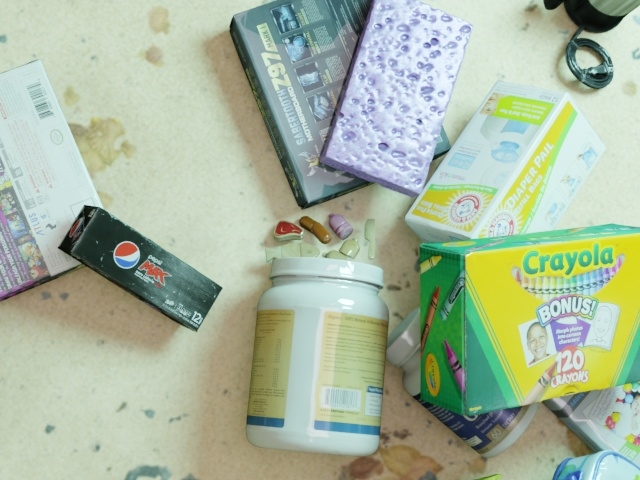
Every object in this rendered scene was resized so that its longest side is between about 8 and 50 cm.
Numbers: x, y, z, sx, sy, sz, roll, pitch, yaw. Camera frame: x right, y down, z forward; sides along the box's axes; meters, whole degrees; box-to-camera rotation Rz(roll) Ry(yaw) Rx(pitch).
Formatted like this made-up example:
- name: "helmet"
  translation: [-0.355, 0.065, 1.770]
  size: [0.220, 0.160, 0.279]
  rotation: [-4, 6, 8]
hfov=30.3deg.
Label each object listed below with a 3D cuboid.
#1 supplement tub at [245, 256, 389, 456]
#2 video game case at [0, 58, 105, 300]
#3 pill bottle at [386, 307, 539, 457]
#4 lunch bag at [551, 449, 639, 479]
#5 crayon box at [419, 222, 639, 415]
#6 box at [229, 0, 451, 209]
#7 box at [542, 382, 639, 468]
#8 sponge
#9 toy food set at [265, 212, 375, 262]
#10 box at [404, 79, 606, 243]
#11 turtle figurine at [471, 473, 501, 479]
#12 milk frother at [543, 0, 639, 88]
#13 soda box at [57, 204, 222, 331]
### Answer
- name: "supplement tub"
  translation: [-0.001, 0.125, 1.264]
  size: [0.144, 0.144, 0.199]
  rotation: [7, 81, -9]
- name: "video game case"
  translation: [-0.356, -0.053, 1.277]
  size: [0.210, 0.042, 0.232]
  rotation: [-24, 87, -14]
- name: "pill bottle"
  translation: [0.151, 0.154, 1.313]
  size: [0.169, 0.094, 0.094]
  rotation: [40, 77, -3]
- name: "lunch bag"
  translation: [0.309, 0.347, 1.273]
  size: [0.176, 0.090, 0.219]
  rotation: [37, 54, -19]
- name: "crayon box"
  translation: [0.236, 0.076, 1.246]
  size: [0.278, 0.081, 0.165]
  rotation: [-6, 99, -30]
- name: "box"
  translation: [0.021, -0.175, 1.354]
  size: [0.183, 0.059, 0.232]
  rotation: [-22, 87, -13]
- name: "box"
  translation: [0.352, 0.177, 1.375]
  size: [0.186, 0.038, 0.145]
  rotation: [44, 78, -3]
- name: "sponge"
  translation: [0.086, -0.166, 1.318]
  size: [0.117, 0.031, 0.210]
  rotation: [20, 80, -9]
- name: "toy food set"
  translation: [0.000, 0.000, 1.336]
  size: [0.122, 0.019, 0.078]
  rotation: [3, 54, 0]
- name: "box"
  translation: [0.208, -0.064, 1.327]
  size: [0.103, 0.114, 0.203]
  rotation: [44, 75, -38]
- name: "turtle figurine"
  translation: [0.191, 0.372, 1.295]
  size: [0.269, 0.087, 0.217]
  rotation: [-11, 80, -34]
- name: "milk frother"
  translation: [0.344, -0.268, 1.387]
  size: [0.129, 0.135, 0.143]
  rotation: [-27, 88, -12]
- name: "soda box"
  translation: [-0.191, 0.029, 1.262]
  size: [0.169, 0.053, 0.060]
  rotation: [36, 77, -26]
